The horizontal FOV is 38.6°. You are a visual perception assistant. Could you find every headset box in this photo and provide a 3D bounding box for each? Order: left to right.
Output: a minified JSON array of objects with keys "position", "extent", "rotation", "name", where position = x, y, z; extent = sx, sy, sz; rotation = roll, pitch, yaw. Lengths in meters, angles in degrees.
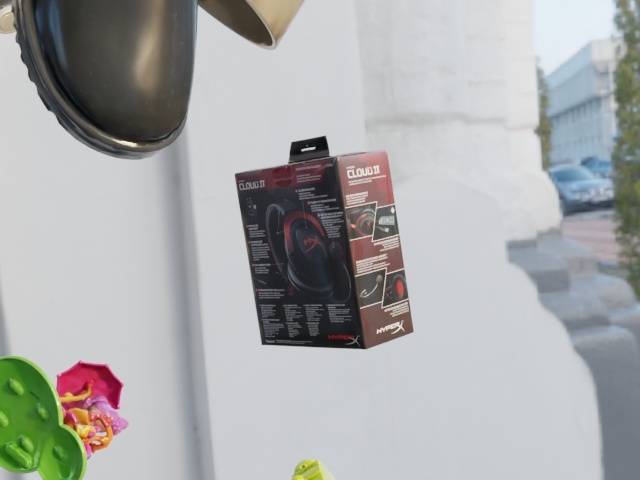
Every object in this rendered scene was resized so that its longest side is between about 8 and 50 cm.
[{"position":[0.000,0.000,1.306],"extent":[0.218,0.293,0.110],"rotation":[-5,5,45],"name":"headset box"}]

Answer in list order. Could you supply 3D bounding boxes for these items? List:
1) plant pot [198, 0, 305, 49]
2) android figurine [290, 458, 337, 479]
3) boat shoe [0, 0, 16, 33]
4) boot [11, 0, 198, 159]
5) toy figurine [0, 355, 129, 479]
[{"position":[-0.064,-0.406,1.033],"extent":[0.256,0.274,0.256],"rotation":[39,-3,2],"name":"plant pot"},{"position":[0.034,0.399,1.225],"extent":[0.056,0.273,0.248],"rotation":[-33,47,1],"name":"android figurine"},{"position":[-0.340,-0.274,1.072],"extent":[0.038,0.046,0.125],"rotation":[41,42,13],"name":"boat shoe"},{"position":[-0.078,-0.295,0.610],"extent":[0.146,0.366,0.445],"rotation":[-2,-14,-35],"name":"boot"},{"position":[-0.281,0.198,1.055],"extent":[0.173,0.130,0.159],"rotation":[35,17,21],"name":"toy figurine"}]
